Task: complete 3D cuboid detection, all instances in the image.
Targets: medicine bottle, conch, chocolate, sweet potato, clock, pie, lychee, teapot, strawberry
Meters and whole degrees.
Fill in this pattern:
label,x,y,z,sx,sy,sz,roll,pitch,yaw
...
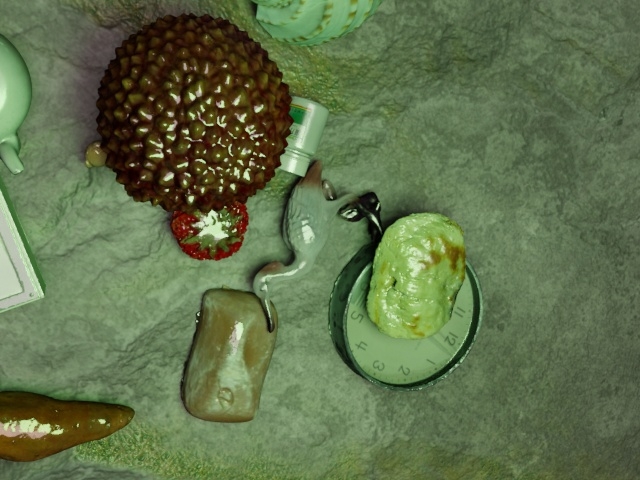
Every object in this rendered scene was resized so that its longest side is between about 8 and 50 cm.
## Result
label,x,y,z,sx,sy,sz,roll,pitch,yaw
medicine bottle,-0.040,-0.184,1.190,0.080,0.080,0.130,17,94,-22
conch,0.009,-0.475,1.088,0.319,0.215,0.303,-38,121,-8
chocolate,-0.159,0.220,1.225,0.161,0.083,0.261,9,97,-23
sweet potato,-0.491,0.308,1.108,0.359,0.112,0.112,15,95,-25
clock,0.177,0.144,1.341,0.325,0.067,0.325,-4,101,-19
pie,0.194,0.068,1.250,0.201,0.090,0.248,5,101,-24
lychee,-0.187,-0.190,1.024,0.306,0.330,0.306,-16,134,-17
teapot,-0.527,-0.228,0.978,0.193,0.129,0.294,-34,110,-12
strawberry,-0.189,-0.030,1.164,0.145,0.086,0.145,-4,102,-17

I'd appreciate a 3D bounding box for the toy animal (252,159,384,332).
label,x,y,z,sx,sy,sz,roll,pitch,yaw
toy animal,-0.023,-0.009,1.218,0.324,0.090,0.195,-39,99,-16

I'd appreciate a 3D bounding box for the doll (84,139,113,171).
label,x,y,z,sx,sy,sz,roll,pitch,yaw
doll,-0.340,-0.137,1.106,0.093,0.051,0.061,16,120,-19

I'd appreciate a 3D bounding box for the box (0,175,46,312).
label,x,y,z,sx,sy,sz,roll,pitch,yaw
box,-0.535,0.001,1.044,0.129,0.086,0.225,-21,106,-15
